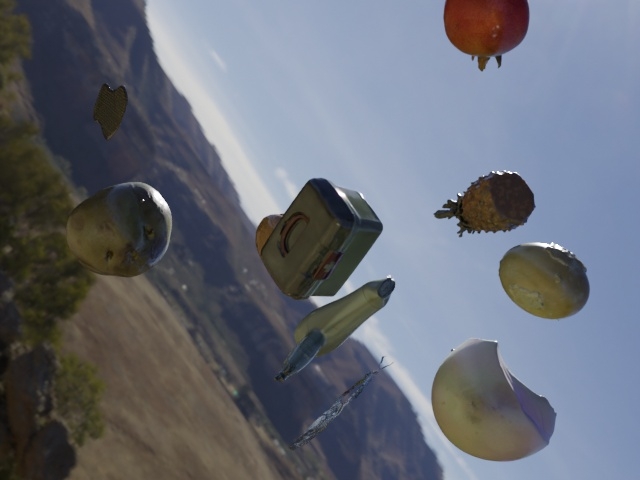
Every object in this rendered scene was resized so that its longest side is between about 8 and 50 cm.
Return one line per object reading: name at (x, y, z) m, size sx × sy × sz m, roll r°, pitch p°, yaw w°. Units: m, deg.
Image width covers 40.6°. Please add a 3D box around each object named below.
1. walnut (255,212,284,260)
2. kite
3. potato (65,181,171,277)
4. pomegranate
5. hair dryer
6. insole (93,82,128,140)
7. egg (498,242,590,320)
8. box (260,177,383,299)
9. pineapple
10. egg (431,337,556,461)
walnut at (-0.096, 0.013, 2.408) m, size 0.165 × 0.165 × 0.197 m, roll 61°, pitch -1°, yaw -43°
kite at (0.047, 0.376, 1.985) m, size 0.015 × 0.310 × 0.169 m, roll 48°, pitch -1°, yaw 18°
potato at (-0.439, -0.016, 1.912) m, size 0.202 × 0.218 × 0.351 m, roll 46°, pitch -14°, yaw -6°
pomegranate at (0.403, -0.536, 2.102) m, size 0.221 × 0.221 × 0.256 m, roll 48°, pitch -24°, yaw 47°
hair dryer at (0.003, 0.155, 1.372) m, size 0.075 × 0.206 × 0.237 m, roll 52°, pitch 37°, yaw 0°
insole at (-0.327, -0.203, 1.337) m, size 0.005 × 0.086 × 0.253 m, roll 17°, pitch 6°, yaw -25°
egg at (0.484, 0.084, 1.874) m, size 0.202 × 0.164 × 0.164 m, roll 28°, pitch -17°, yaw 22°
box at (0.000, 0.000, 1.573) m, size 0.129 × 0.210 × 0.148 m, roll 7°, pitch 38°, yaw -44°
pineapple at (0.408, -0.079, 2.249) m, size 0.169 × 0.169 × 0.340 m, roll 55°, pitch -22°, yaw -4°
egg at (0.329, 0.332, 1.726) m, size 0.271 × 0.206 × 0.162 m, roll 50°, pitch 3°, yaw 15°
